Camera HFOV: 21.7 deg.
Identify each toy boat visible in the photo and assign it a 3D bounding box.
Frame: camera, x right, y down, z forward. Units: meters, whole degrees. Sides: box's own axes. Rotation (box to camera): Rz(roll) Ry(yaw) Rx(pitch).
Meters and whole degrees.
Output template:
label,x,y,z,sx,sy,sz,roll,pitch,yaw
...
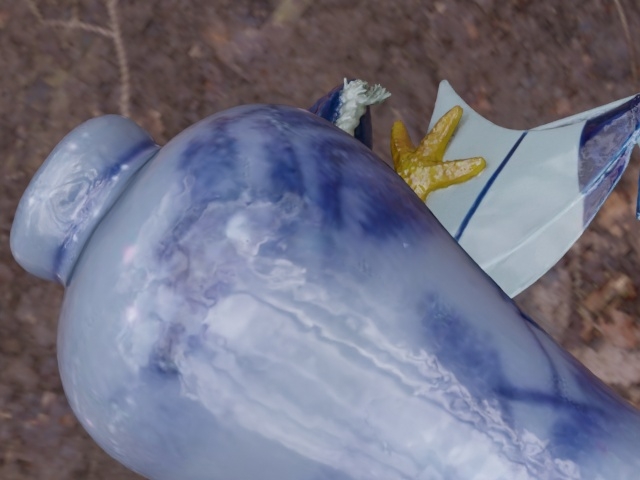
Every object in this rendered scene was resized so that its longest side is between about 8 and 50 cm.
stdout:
label,x,y,z,sx,sy,sz,roll,pitch,yaw
toy boat,0.072,-0.013,0.863,0.291,0.067,0.221,-13,53,33

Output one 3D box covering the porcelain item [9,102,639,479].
label,x,y,z,sx,sy,sz,roll,pitch,yaw
porcelain item,0.011,0.047,0.583,0.259,0.141,0.141,33,91,12
